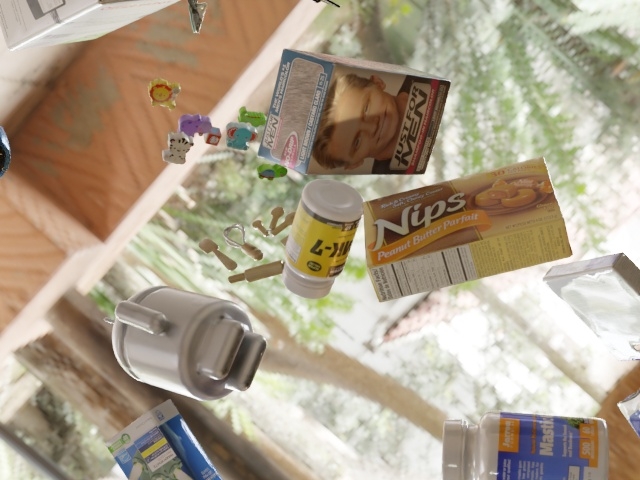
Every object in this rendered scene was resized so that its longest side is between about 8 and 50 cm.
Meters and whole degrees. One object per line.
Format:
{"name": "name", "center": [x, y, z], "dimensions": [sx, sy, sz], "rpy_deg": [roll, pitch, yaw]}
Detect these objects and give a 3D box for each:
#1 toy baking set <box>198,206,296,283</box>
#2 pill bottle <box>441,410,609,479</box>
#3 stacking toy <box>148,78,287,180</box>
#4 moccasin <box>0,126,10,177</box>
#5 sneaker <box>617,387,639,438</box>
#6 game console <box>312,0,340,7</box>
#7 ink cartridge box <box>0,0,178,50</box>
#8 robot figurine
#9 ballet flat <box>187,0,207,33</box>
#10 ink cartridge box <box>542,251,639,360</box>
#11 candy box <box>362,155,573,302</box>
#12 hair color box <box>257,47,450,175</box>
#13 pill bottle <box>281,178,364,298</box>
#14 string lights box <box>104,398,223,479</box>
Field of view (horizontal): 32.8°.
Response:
{"name": "toy baking set", "center": [-0.137, 0.016, 2.327], "dimensions": [0.256, 0.030, 0.196], "rpy_deg": [-18, -140, 8]}
{"name": "pill bottle", "center": [0.344, 0.368, 1.847], "dimensions": [0.152, 0.272, 0.152], "rpy_deg": [3, 90, -81]}
{"name": "stacking toy", "center": [-0.164, -0.180, 1.757], "dimensions": [0.052, 0.221, 0.167], "rpy_deg": [-62, -149, 34]}
{"name": "moccasin", "center": [-0.615, -0.074, 1.653], "dimensions": [0.342, 0.137, 0.117], "rpy_deg": [-44, 150, 22]}
{"name": "sneaker", "center": [0.682, 0.387, 2.140], "dimensions": [0.128, 0.315, 0.182], "rpy_deg": [-16, -153, -7]}
{"name": "game console", "center": [-0.023, -0.492, 2.025], "dimensions": [0.071, 0.122, 0.107], "rpy_deg": [-13, -113, 42]}
{"name": "ink cartridge box", "center": [-0.388, -0.417, 1.823], "dimensions": [0.273, 0.114, 0.198], "rpy_deg": [-12, -174, 42]}
{"name": "robot figurine", "center": [-0.272, 0.200, 2.152], "dimensions": [0.353, 0.300, 0.199], "rpy_deg": [10, -113, 40]}
{"name": "ballet flat", "center": [-0.227, -0.434, 1.969], "dimensions": [0.041, 0.114, 0.041], "rpy_deg": [-15, -164, 4]}
{"name": "ink cartridge box", "center": [0.536, 0.122, 1.939], "dimensions": [0.045, 0.224, 0.223], "rpy_deg": [-48, -169, -21]}
{"name": "candy box", "center": [0.231, -0.020, 1.768], "dimensions": [0.317, 0.087, 0.183], "rpy_deg": [-15, -145, 10]}
{"name": "hair color box", "center": [0.062, -0.197, 1.727], "dimensions": [0.347, 0.105, 0.173], "rpy_deg": [-5, 114, -54]}
{"name": "pill bottle", "center": [0.000, 0.000, 2.022], "dimensions": [0.119, 0.119, 0.208], "rpy_deg": [-49, 161, -53]}
{"name": "string lights box", "center": [-0.269, 0.442, 2.015], "dimensions": [0.133, 0.259, 0.077], "rpy_deg": [-37, 173, 24]}
